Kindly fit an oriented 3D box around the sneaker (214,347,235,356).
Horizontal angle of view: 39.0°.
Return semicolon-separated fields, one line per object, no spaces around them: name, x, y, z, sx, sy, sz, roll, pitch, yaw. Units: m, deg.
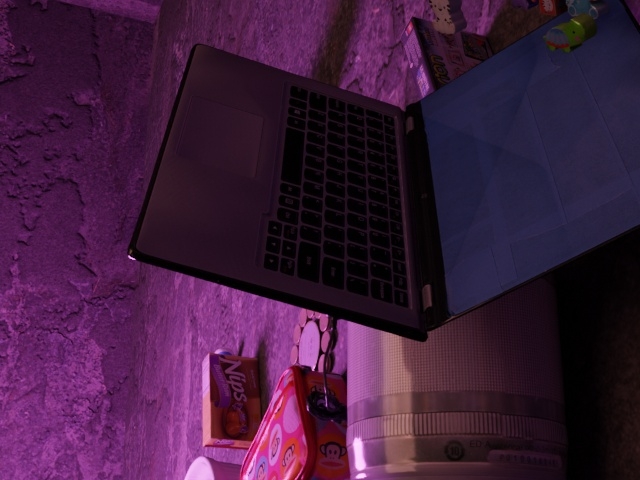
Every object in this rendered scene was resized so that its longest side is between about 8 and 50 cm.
sneaker;-0.215;0.314;1.975;0.084;0.058;0.152;-105;27;-58

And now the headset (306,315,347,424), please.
headset;0.090;0.064;1.226;0.243;0.185;0.394;22;85;56

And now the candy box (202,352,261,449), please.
candy box;-0.178;0.322;1.812;0.053;0.109;0.186;126;147;-49

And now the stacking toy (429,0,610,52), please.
stacking toy;0.230;-0.245;0.875;0.221;0.167;0.052;29;143;53

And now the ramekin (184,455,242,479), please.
ramekin;-0.170;0.542;1.664;0.277;0.135;0.277;-171;90;-68

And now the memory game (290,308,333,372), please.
memory game;-0.016;0.191;1.585;0.186;0.012;0.186;-171;90;-69

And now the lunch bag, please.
lunch bag;-0.037;0.350;1.445;0.258;0.120;0.293;-105;33;-55

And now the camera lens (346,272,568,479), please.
camera lens;0.137;0.143;0.928;0.219;0.219;0.274;141;135;-60

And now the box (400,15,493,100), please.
box;0.174;-0.190;1.119;0.036;0.114;0.207;120;151;-43

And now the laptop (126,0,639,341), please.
laptop;0.078;-0.127;0.843;0.382;0.408;0.236;-88;17;-53
